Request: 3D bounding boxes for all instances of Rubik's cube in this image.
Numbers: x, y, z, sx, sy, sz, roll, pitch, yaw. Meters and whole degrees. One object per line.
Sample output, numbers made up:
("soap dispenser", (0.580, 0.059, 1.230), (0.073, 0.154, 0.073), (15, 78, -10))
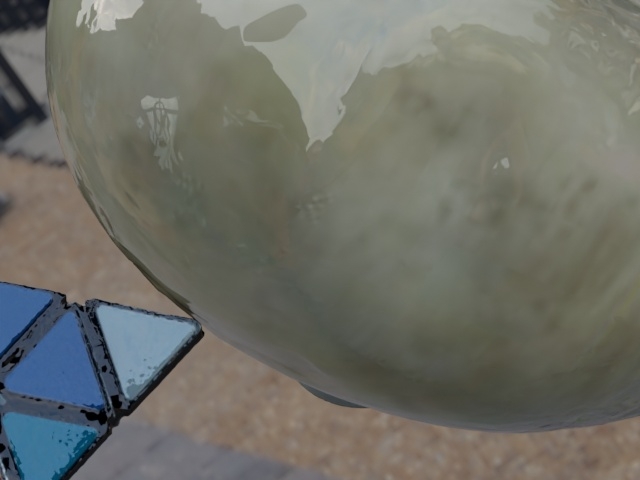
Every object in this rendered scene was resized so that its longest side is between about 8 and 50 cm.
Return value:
("Rubik's cube", (-0.293, 0.109, 1.341), (0.284, 0.234, 0.250), (-27, 22, 45))

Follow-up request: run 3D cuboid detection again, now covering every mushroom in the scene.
("mushroom", (0.068, -0.099, 0.720), (0.336, 0.314, 0.314), (-60, 21, 2))

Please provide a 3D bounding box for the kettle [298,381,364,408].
("kettle", (0.000, 0.000, 1.516), (0.161, 0.236, 0.221), (-44, 63, -11))
